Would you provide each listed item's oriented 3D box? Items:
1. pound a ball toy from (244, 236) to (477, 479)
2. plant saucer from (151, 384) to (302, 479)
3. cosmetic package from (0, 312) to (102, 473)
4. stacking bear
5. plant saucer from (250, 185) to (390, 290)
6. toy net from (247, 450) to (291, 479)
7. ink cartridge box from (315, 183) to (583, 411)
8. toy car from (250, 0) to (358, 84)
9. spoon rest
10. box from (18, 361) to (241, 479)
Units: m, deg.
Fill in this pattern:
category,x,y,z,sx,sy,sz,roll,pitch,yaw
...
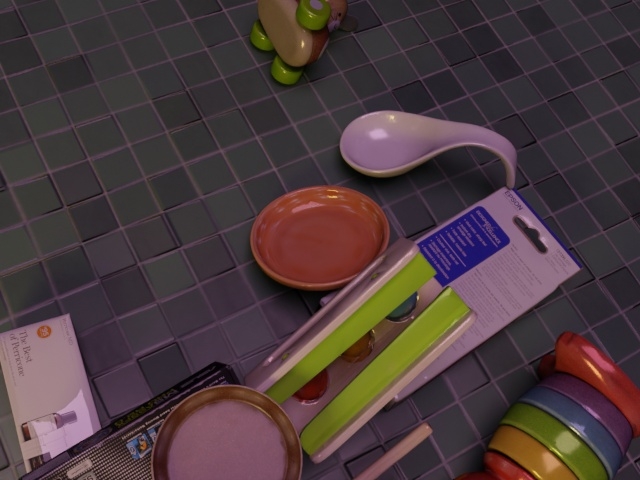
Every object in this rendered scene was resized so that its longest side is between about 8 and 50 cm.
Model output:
category,x,y,z,sx,sy,sz,roll,pitch,yaw
pound a ball toy,0.054,0.177,1.022,0.319,0.136,0.208,-42,99,-2
plant saucer,-0.105,0.248,0.909,0.168,0.029,0.169,1,77,-6
cosmetic package,-0.328,0.219,1.004,0.098,0.060,0.239,-16,69,-19
stacking bear,0.278,0.288,1.039,0.164,0.175,0.289,41,73,18
plant saucer,0.000,0.000,1.156,0.199,0.037,0.200,-3,46,4
toy net,-0.087,0.358,0.928,0.122,0.045,0.232,12,79,-9
ink cartridge box,0.191,0.073,1.172,0.370,0.069,0.176,-31,72,-20
toy car,0.004,-0.363,1.313,0.188,0.155,0.149,-19,69,-32
spoon rest,0.166,-0.144,1.237,0.276,0.084,0.137,8,52,8
box,-0.178,0.302,0.945,0.270,0.060,0.216,-29,97,-22
